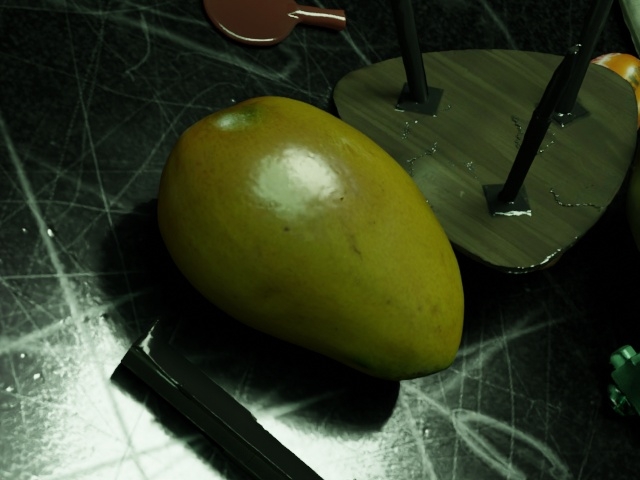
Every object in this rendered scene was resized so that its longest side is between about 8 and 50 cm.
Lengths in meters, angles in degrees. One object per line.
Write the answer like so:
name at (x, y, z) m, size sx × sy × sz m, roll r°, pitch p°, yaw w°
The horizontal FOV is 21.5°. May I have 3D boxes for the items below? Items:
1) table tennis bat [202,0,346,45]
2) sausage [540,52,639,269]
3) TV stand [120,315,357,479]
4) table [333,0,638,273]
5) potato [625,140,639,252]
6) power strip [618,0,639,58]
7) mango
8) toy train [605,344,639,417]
table tennis bat at (-0.047, -0.238, 1.737) m, size 0.154 × 0.019 × 0.098 m, roll 7°, pitch 58°, yaw -19°
sausage at (0.270, -0.102, 1.761) m, size 0.093 × 0.093 × 0.312 m, roll 37°, pitch 52°, yaw -1°
TV stand at (-0.060, 0.167, 1.472) m, size 0.256 × 0.040 × 0.049 m, roll 40°, pitch 52°, yaw 1°
table at (0.194, -0.189, 1.605) m, size 0.317 × 0.249 × 0.317 m, roll 2°, pitch 47°, yaw -2°
potato at (0.432, -0.073, 1.684) m, size 0.202 × 0.218 × 0.351 m, roll 54°, pitch 38°, yaw 7°
power strip at (0.492, -0.212, 1.919) m, size 0.257 × 0.092 × 0.251 m, roll -16°, pitch 73°, yaw -1°
mango at (0.000, 0.000, 1.525) m, size 0.317 × 0.173 × 0.211 m, roll 37°, pitch 53°, yaw -10°
toy train at (0.352, 0.172, 1.654) m, size 0.099 × 0.070 × 0.172 m, roll -20°, pitch 72°, yaw -44°
